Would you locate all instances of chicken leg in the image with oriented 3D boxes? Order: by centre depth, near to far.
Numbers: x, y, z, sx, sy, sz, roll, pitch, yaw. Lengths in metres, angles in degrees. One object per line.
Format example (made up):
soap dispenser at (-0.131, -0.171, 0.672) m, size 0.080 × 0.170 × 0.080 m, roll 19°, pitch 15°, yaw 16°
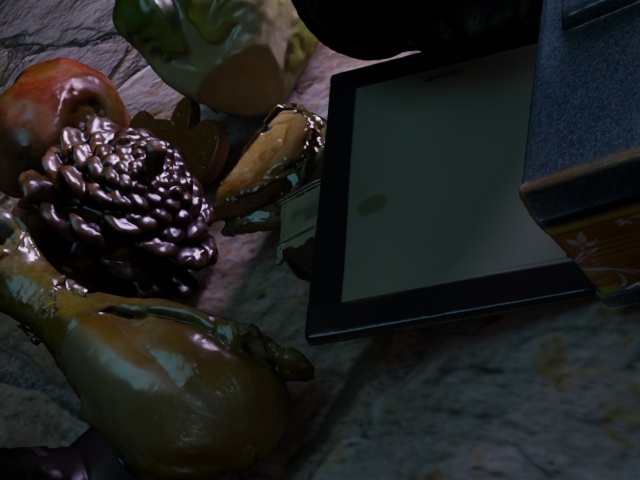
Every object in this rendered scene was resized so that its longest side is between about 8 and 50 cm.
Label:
chicken leg at (-0.214, 0.090, 0.990) m, size 0.429 × 0.201 × 0.152 m, roll 32°, pitch 39°, yaw 21°

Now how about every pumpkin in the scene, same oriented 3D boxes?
pumpkin at (0.107, -0.314, 1.016) m, size 0.315 × 0.239 × 0.315 m, roll -22°, pitch 16°, yaw 7°

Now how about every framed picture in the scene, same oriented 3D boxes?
framed picture at (0.119, -0.067, 0.941) m, size 0.264 × 0.016 × 0.347 m, roll -13°, pitch 48°, yaw 20°

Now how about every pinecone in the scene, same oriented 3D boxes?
pinecone at (-0.247, -0.002, 1.184) m, size 0.309 × 0.244 × 0.244 m, roll -48°, pitch 32°, yaw 24°

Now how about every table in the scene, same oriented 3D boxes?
table at (0.000, 0.000, 1.022) m, size 0.062 × 0.079 × 0.083 m, roll -27°, pitch 42°, yaw 28°

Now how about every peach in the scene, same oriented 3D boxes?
peach at (-0.381, -0.143, 1.473) m, size 0.214 × 0.214 × 0.235 m, roll -32°, pitch 16°, yaw 25°

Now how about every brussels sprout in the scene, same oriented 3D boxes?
brussels sprout at (-0.125, -0.305, 1.299) m, size 0.259 × 0.227 × 0.294 m, roll -30°, pitch 62°, yaw 24°

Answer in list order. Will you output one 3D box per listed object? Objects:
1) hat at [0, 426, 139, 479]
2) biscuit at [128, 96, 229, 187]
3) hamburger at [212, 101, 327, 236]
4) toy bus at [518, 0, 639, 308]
hat at (-0.322, 0.270, 1.020) m, size 0.238 × 0.209 × 0.336 m, roll 12°, pitch 65°, yaw 56°
biscuit at (-0.195, -0.108, 1.366) m, size 0.250 × 0.036 × 0.166 m, roll -3°, pitch 74°, yaw 50°
hamburger at (-0.032, -0.067, 1.127) m, size 0.102 × 0.087 × 0.176 m, roll 16°, pitch 62°, yaw 41°
toy bus at (0.246, -0.109, 0.768) m, size 0.138 × 0.167 × 0.275 m, roll -18°, pitch 45°, yaw 39°
